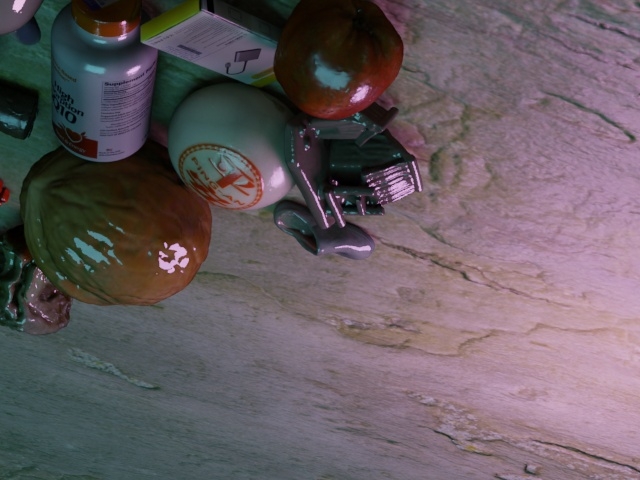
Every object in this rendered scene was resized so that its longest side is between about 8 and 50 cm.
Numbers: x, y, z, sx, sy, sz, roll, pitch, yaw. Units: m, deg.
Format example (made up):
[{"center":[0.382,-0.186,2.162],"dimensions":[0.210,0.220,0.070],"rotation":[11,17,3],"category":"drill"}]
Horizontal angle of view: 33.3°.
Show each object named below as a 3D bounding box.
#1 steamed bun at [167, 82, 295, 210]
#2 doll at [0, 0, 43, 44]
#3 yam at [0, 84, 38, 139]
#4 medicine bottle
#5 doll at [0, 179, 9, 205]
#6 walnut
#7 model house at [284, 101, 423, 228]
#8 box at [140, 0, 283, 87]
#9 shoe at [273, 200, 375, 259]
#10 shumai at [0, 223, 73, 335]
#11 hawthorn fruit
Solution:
[{"center":[-0.140,-0.135,1.724],"dimensions":[0.231,0.145,0.232],"rotation":[9,144,7],"category":"steamed bun"},{"center":[-0.448,-0.421,1.401],"dimensions":[0.215,0.226,0.370],"rotation":[-6,163,-25],"category":"doll"},{"center":[-0.544,-0.223,1.804],"dimensions":[0.127,0.084,0.084],"rotation":[16,144,-8],"category":"yam"},{"center":[-0.326,-0.261,1.610],"dimensions":[0.157,0.157,0.289],"rotation":[16,144,-2],"category":"medicine bottle"},{"center":[-0.696,-0.083,2.061],"dimensions":[0.194,0.062,0.104],"rotation":[-8,157,16],"category":"doll"},{"center":[-0.351,-0.036,1.810],"dimensions":[0.332,0.333,0.333],"rotation":[9,144,7],"category":"walnut"},{"center":[0.060,-0.126,1.690],"dimensions":[0.188,0.122,0.229],"rotation":[-3,138,19],"category":"model house"},{"center":[-0.129,-0.285,1.549],"dimensions":[0.129,0.033,0.247],"rotation":[-18,160,36],"category":"box"},{"center":[0.000,0.000,1.918],"dimensions":[0.195,0.078,0.079],"rotation":[27,142,-11],"category":"shoe"},{"center":[-0.600,0.055,2.162],"dimensions":[0.225,0.222,0.260],"rotation":[11,-173,-43],"category":"shumai"},{"center":[0.019,-0.257,1.493],"dimensions":[0.189,0.189,0.189],"rotation":[9,144,7],"category":"hawthorn fruit"}]
